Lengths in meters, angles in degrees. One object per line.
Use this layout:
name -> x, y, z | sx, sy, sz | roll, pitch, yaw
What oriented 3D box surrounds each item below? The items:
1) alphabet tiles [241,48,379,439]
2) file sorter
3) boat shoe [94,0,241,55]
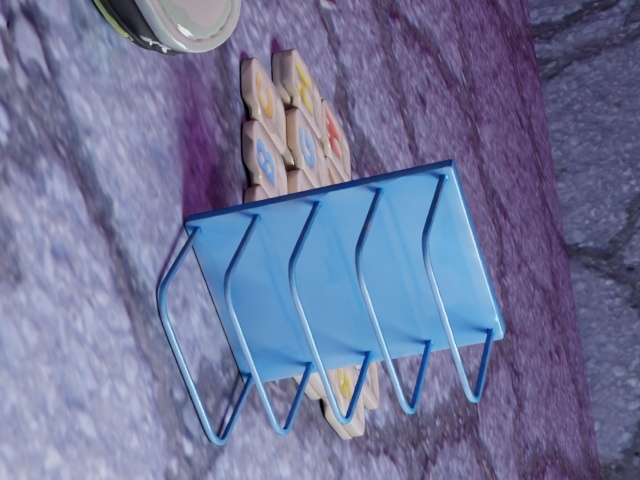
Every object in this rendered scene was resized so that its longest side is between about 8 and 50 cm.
alphabet tiles -> 0.000, 0.000, 1.328 | 0.278, 0.021, 0.284 | 56, 26, -53
file sorter -> 0.007, 0.042, 1.028 | 0.104, 0.170, 0.118 | -69, 143, -61
boat shoe -> -0.121, -0.207, 0.969 | 0.081, 0.068, 0.228 | -33, 110, -32
